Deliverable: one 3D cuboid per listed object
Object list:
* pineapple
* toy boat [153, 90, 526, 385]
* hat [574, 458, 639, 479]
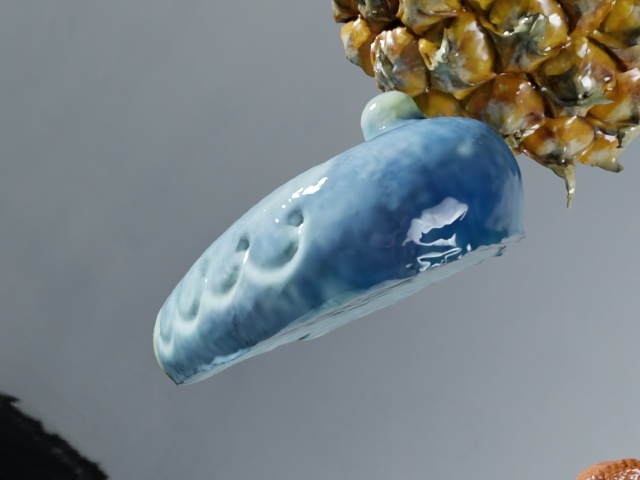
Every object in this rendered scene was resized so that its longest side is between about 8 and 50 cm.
[{"bbox_3d":[0.188,-0.175,0.630,0.286,0.344,0.209,106,158,-63],"label":"pineapple"},{"bbox_3d":[0.000,0.000,0.676,0.330,0.215,0.123,-34,75,53],"label":"toy boat"},{"bbox_3d":[0.243,0.252,0.819,0.162,0.112,0.093,118,177,-55],"label":"hat"}]
